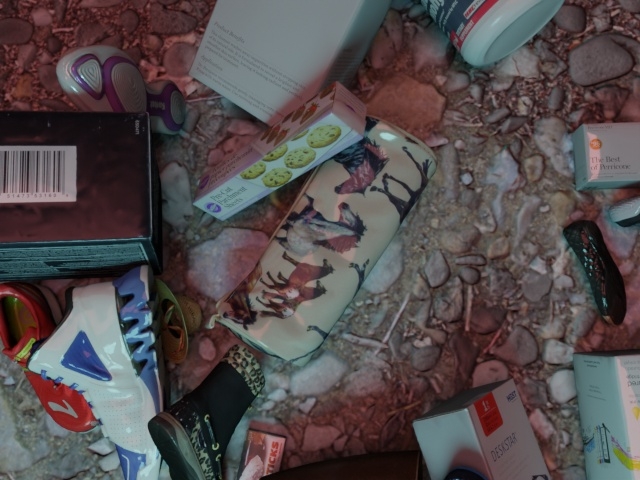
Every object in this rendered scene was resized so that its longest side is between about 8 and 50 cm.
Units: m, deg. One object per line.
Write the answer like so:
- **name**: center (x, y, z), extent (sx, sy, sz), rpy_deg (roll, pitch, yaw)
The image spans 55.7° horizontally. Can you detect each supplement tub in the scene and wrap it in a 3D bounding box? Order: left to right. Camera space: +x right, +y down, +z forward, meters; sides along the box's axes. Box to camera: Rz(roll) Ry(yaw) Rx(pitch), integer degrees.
- **supplement tub**: center (0.242, -0.439, 0.969), extent (0.191, 0.191, 0.272), rpy_deg (-34, 79, -2)

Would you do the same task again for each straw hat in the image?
- **straw hat**: center (-0.225, 0.121, 0.970), extent (0.061, 0.144, 0.145), rpy_deg (-16, 76, -40)

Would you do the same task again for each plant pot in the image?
- **plant pot**: center (0.022, 0.395, 0.843), extent (0.230, 0.215, 0.216), rpy_deg (1, 80, 12)

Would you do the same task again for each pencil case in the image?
- **pencil case**: center (0.000, 0.000, 0.926), extent (0.183, 0.160, 0.410), rpy_deg (33, 84, -1)

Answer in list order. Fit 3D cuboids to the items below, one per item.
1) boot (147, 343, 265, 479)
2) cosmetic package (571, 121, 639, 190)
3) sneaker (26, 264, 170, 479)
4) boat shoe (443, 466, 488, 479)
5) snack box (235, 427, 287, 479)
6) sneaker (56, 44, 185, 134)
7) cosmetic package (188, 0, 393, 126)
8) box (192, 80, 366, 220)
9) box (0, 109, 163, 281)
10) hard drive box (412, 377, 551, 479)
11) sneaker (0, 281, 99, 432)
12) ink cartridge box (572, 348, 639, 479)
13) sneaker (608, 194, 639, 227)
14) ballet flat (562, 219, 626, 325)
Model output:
- **boot**: center (-0.145, 0.287, 0.904), extent (0.085, 0.236, 0.178), rpy_deg (16, 45, 32)
- **cosmetic package**: center (0.533, -0.136, 0.961), extent (0.238, 0.060, 0.099), rpy_deg (-2, 79, 4)
- **sneaker**: center (-0.326, 0.197, 0.899), extent (0.182, 0.127, 0.316), rpy_deg (-5, 97, -7)
- **boat shoe**: center (0.167, 0.409, 0.723), extent (0.109, 0.089, 0.258), rpy_deg (2, 93, 36)
- **snack box**: center (-0.102, 0.388, 0.937), extent (0.064, 0.022, 0.178), rpy_deg (11, 81, 5)
- **sneaker**: center (-0.324, -0.212, 0.923), extent (0.152, 0.305, 0.114), rpy_deg (2, 90, 10)
- **cosmetic package**: center (-0.016, -0.372, 0.913), extent (0.217, 0.156, 0.385), rpy_deg (35, 113, 9)
- **box**: center (-0.070, -0.121, 0.899), extent (0.324, 0.067, 0.063), rpy_deg (-24, 44, 40)
- **box**: center (-0.384, -0.051, 0.866), extent (0.296, 0.294, 0.183), rpy_deg (-1, 78, -13)
- **hard drive box**: center (0.239, 0.330, 0.834), extent (0.089, 0.181, 0.232), rpy_deg (-26, 78, 34)
- **sneaker**: center (-0.441, 0.186, 0.949), extent (0.107, 0.118, 0.279), rpy_deg (-37, 79, -1)
- **ink cartridge box**: center (0.475, 0.269, 0.839), extent (0.171, 0.168, 0.233), rpy_deg (-5, 81, 3)
- **sneaker**: center (0.587, -0.009, 0.914), extent (0.268, 0.101, 0.153), rpy_deg (-7, 91, 15)
- **ballet flat**: center (0.435, 0.050, 0.952), extent (0.057, 0.049, 0.173), rpy_deg (-13, 82, -31)
